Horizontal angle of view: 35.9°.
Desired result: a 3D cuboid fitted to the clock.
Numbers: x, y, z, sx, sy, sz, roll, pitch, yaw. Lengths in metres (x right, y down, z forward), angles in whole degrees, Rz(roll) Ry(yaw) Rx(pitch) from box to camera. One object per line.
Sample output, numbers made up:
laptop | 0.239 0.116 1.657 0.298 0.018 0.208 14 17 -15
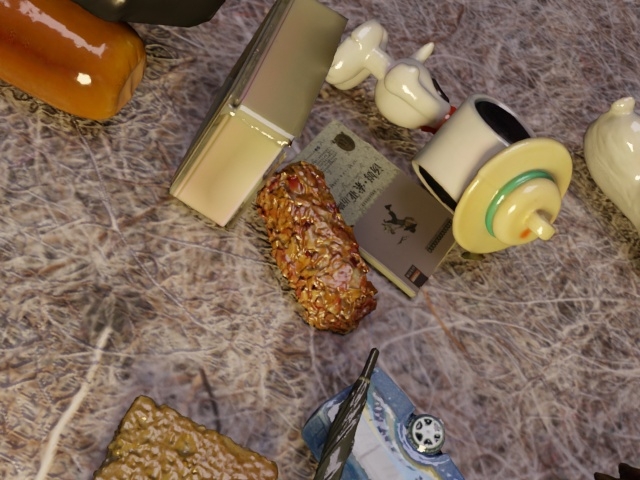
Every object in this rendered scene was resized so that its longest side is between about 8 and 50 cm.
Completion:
clock | -0.056 -0.123 0.903 0.071 0.147 0.192 30 48 -11

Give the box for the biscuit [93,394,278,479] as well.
biscuit | -0.120 0.231 0.691 0.131 0.026 0.237 27 49 -6

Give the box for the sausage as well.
sausage | -0.286 -0.201 0.870 0.274 0.105 0.105 28 48 -8

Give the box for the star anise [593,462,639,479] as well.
star anise | 0.337 0.290 0.840 0.349 0.109 0.292 18 55 -17

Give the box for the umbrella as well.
umbrella | -0.001 0.205 0.726 0.044 0.044 0.269 27 70 0

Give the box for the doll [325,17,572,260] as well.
doll | 0.118 -0.104 0.988 0.271 0.144 0.208 39 13 -3

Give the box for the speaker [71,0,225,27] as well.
speaker | -0.216 -0.336 0.874 0.388 0.184 0.180 33 19 13

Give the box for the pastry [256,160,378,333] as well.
pastry | -0.002 0.001 0.891 0.087 0.063 0.169 -20 71 -26

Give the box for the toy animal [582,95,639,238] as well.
toy animal | 0.401 -0.036 1.090 0.140 0.138 0.282 -10 63 -38

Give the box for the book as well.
book | 0.052 -0.036 0.986 0.181 0.014 0.127 39 47 3

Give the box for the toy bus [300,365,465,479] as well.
toy bus | 0.080 0.219 0.779 0.094 0.079 0.236 -28 72 -22
